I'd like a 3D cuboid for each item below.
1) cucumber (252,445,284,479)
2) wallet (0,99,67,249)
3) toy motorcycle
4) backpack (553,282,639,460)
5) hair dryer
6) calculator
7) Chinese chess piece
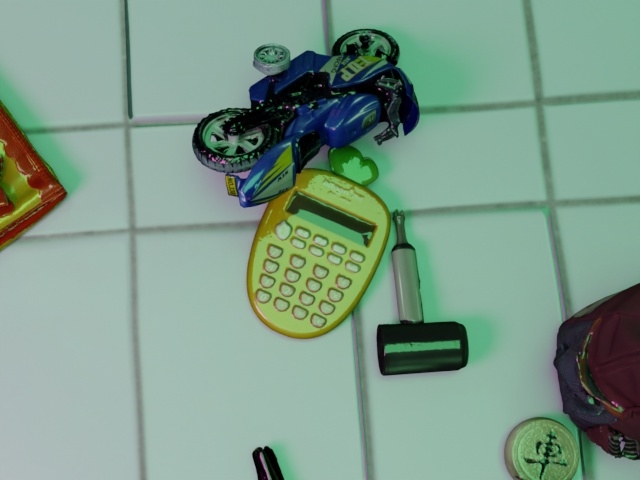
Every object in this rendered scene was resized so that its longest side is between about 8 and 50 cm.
[{"bbox_3d":[-0.046,0.290,1.131,0.034,0.033,0.135,-29,77,24],"label":"cucumber"},{"bbox_3d":[-0.407,-0.108,1.178,0.141,0.067,0.241,-37,82,-13],"label":"wallet"},{"bbox_3d":[0.002,-0.144,1.166,0.169,0.113,0.315,35,57,29],"label":"toy motorcycle"},{"bbox_3d":[0.411,0.119,1.056,0.283,0.317,0.197,-10,77,-7],"label":"backpack"},{"bbox_3d":[0.107,0.055,1.188,0.100,0.057,0.198,-4,72,-7],"label":"hair dryer"},{"bbox_3d":[0.000,0.000,1.199,0.146,0.032,0.235,24,78,1],"label":"calculator"},{"bbox_3d":[0.248,0.240,1.161,0.084,0.034,0.084,1,76,-4],"label":"Chinese chess piece"}]
